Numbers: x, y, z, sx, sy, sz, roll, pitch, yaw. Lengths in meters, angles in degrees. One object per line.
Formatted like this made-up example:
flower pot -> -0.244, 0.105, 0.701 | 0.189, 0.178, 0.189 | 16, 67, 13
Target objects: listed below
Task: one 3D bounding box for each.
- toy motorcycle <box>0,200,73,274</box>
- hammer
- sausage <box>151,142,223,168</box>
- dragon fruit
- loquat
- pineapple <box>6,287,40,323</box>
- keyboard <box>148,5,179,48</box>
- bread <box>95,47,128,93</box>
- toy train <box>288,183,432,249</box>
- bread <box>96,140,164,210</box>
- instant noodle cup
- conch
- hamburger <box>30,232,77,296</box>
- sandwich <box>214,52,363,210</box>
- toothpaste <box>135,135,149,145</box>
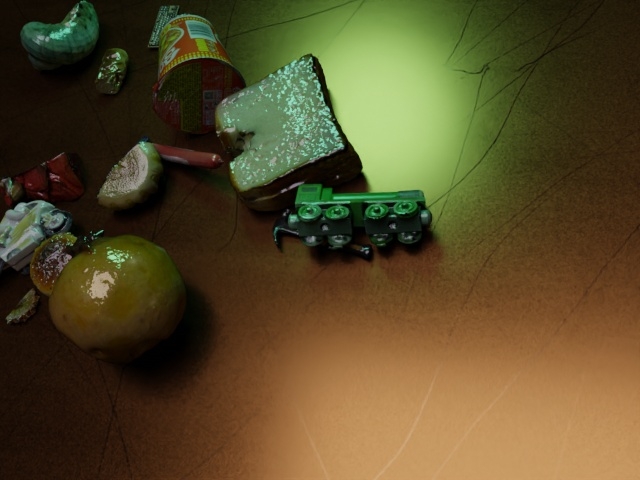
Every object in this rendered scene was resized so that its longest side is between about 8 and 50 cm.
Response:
toy motorcycle -> -0.616, -0.014, 1.544 | 0.229, 0.074, 0.151 | -33, 54, 0
hammer -> 0.000, 0.000, 1.365 | 0.201, 0.021, 0.078 | 17, 63, 25
sausage -> -0.279, -0.171, 1.516 | 0.253, 0.034, 0.034 | 15, 67, 41
dragon fruit -> -0.607, -0.143, 1.601 | 0.192, 0.092, 0.122 | -12, 58, 11
loquat -> -0.355, 0.091, 1.307 | 0.244, 0.244, 0.244 | -8, 60, 14
pineapple -> -0.580, 0.134, 1.479 | 0.045, 0.019, 0.083 | 27, 70, 32
keyboard -> -0.370, -0.505, 1.775 | 0.049, 0.015, 0.129 | 0, 62, 18
bread -> -0.474, -0.392, 1.722 | 0.066, 0.060, 0.110 | -20, 50, 42
toy train -> 0.070, -0.050, 1.328 | 0.251, 0.085, 0.119 | -1, 38, 8
bread -> -0.368, -0.122, 1.517 | 0.094, 0.083, 0.157 | 22, 82, 26
instant noodle cup -> -0.267, -0.362, 1.577 | 0.193, 0.193, 0.212 | -23, 50, 4
conch -> -0.614, -0.478, 1.779 | 0.188, 0.122, 0.176 | -17, 37, 6
hamburger -> -0.505, 0.048, 1.466 | 0.126, 0.081, 0.141 | -35, 58, -3
sandwich -> -0.074, -0.200, 1.460 | 0.249, 0.095, 0.273 | -23, 58, 6
toothpaste -> -0.390, -0.189, 1.601 | 0.027, 0.019, 0.083 | 1, 58, 46
